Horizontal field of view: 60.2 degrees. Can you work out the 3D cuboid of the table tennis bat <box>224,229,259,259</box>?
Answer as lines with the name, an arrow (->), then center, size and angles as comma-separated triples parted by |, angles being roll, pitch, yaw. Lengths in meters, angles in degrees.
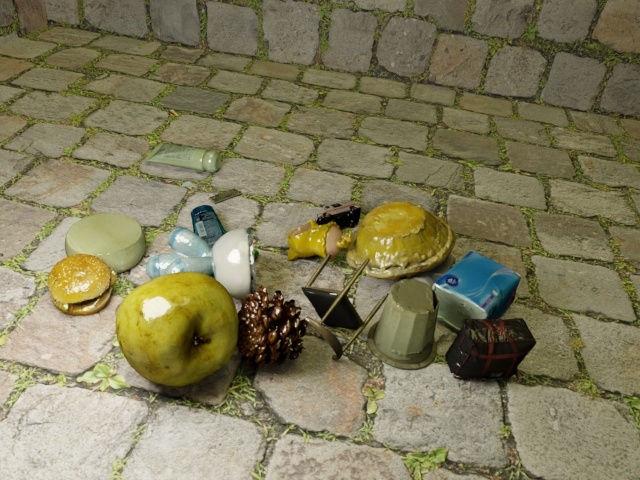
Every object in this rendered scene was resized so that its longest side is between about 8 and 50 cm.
table tennis bat -> -0.336, 0.019, 1.934 | 0.257, 0.039, 0.160 | 16, 38, 15

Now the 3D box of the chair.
chair -> 0.044, 0.193, 1.607 | 0.166, 0.188, 0.272 | 5, 48, 41

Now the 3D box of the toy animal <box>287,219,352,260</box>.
toy animal -> -0.003, 0.003, 1.914 | 0.230, 0.156, 0.156 | -2, 29, 32

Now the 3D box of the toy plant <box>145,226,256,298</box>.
toy plant -> -0.368, 0.079, 1.702 | 0.332, 0.247, 0.247 | -4, 37, -8

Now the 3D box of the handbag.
handbag -> 0.482, 0.303, 1.573 | 0.215, 0.169, 0.155 | -1, 38, -12

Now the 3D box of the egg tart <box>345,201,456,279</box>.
egg tart -> 0.262, -0.015, 1.890 | 0.388, 0.169, 0.388 | -12, 31, 7

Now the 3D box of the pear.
pear -> -0.377, 0.225, 1.440 | 0.304, 0.304, 0.304 | 5, 36, -3

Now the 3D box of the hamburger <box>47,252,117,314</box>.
hamburger -> -0.703, 0.124, 1.638 | 0.191, 0.118, 0.182 | -9, 57, -23

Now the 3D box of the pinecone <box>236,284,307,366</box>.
pinecone -> -0.134, 0.245, 1.529 | 0.221, 0.221, 0.221 | 5, 36, -3

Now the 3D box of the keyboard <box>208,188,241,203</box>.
keyboard -> -0.382, -0.179, 2.210 | 0.129, 0.015, 0.049 | -25, 47, -36

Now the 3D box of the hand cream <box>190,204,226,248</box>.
hand cream -> -0.388, -0.029, 1.935 | 0.120, 0.061, 0.270 | -14, 41, -16

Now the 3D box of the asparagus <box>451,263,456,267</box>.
asparagus -> 0.469, 0.105, 1.901 | 0.018, 0.127, 0.015 | -28, 63, 11

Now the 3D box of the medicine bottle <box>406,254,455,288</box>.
medicine bottle -> 0.367, 0.113, 1.878 | 0.132, 0.088, 0.188 | 21, 39, 21

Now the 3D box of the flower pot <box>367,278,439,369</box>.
flower pot -> 0.261, 0.236, 1.607 | 0.212, 0.202, 0.212 | 7, 38, -6

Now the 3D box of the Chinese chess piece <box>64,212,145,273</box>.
Chinese chess piece -> -0.707, 0.011, 1.823 | 0.250, 0.101, 0.250 | 5, 36, -3

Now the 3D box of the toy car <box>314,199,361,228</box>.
toy car -> 0.051, -0.094, 2.107 | 0.210, 0.089, 0.108 | -17, 42, -32

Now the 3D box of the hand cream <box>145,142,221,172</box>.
hand cream -> -0.579, -0.358, 2.358 | 0.306, 0.093, 0.147 | 12, 42, 10

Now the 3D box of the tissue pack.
tissue pack -> 0.493, 0.170, 1.774 | 0.198, 0.146, 0.263 | 29, 42, 29
